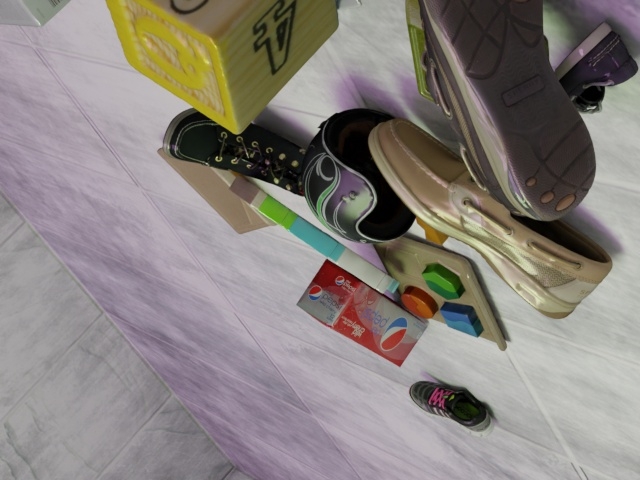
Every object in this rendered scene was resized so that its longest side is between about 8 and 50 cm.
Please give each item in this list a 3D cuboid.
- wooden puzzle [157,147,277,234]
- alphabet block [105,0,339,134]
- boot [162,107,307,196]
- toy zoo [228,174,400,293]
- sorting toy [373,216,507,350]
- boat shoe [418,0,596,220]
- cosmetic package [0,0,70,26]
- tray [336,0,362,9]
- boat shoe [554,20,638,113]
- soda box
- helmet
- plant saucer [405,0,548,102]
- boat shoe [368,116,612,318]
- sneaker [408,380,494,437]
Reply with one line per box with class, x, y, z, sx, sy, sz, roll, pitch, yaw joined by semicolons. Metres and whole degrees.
wooden puzzle;-0.181;-0.104;2.421;0.221;0.044;0.238;46;165;-13
alphabet block;-0.114;-0.280;1.571;0.192;0.197;0.193;34;160;23
boot;-0.106;-0.130;2.029;0.178;0.085;0.236;26;-166;30
toy zoo;0.000;0.000;2.082;0.293;0.030;0.192;34;-179;-17
sorting toy;0.158;0.046;2.080;0.229;0.041;0.307;24;154;41
boat shoe;0.151;-0.182;1.346;0.130;0.132;0.355;-5;106;62
cosmetic package;-0.459;-0.433;2.068;0.183;0.151;0.151;14;146;51
tray;-0.056;-0.383;1.587;0.270;0.030;0.145;51;158;-26
boat shoe;0.264;-0.151;1.404;0.065;0.075;0.206;44;156;4
soda box;0.073;0.122;2.206;0.083;0.092;0.263;34;180;34
helmet;0.055;-0.080;1.828;0.169;0.169;0.161;35;144;19
plant saucer;0.170;-0.193;1.536;0.188;0.045;0.188;31;158;27
boat shoe;0.213;-0.051;1.691;0.341;0.122;0.110;39;124;-1
sneaker;0.235;0.292;2.435;0.170;0.063;0.075;27;157;25
